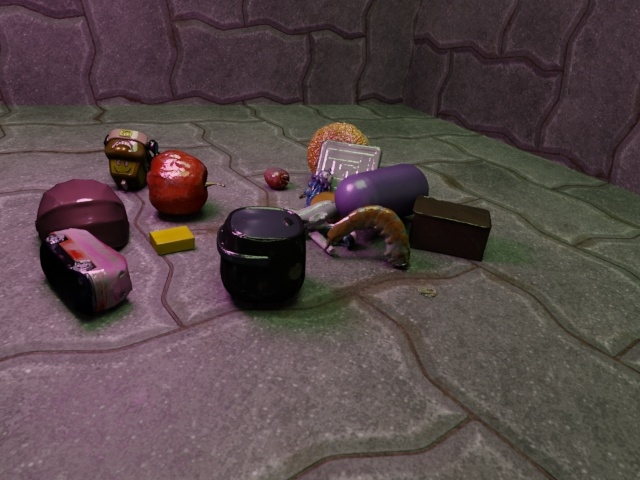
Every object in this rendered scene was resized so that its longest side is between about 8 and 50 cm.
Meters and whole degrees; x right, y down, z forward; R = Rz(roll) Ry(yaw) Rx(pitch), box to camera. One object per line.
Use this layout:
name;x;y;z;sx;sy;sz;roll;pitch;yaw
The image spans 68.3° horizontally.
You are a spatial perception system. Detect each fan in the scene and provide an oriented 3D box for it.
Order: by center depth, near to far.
fan;0.332;0.160;1.431;0.060;0.003;0.080;-14;33;-32

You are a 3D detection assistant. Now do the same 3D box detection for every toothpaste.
toothpaste;0.000;0.000;1.645;0.048;0.031;0.190;-15;29;-20

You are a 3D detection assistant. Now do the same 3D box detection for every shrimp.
shrimp;0.169;-0.023;1.540;0.287;0.185;0.068;12;3;-6

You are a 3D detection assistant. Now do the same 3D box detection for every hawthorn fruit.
hawthorn fruit;-0.485;-0.205;1.717;0.272;0.241;0.242;6;27;-1

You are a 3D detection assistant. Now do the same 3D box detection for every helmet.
helmet;-0.755;-0.096;1.490;0.271;0.197;0.338;-11;33;-26

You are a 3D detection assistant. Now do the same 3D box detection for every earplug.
earplug;0.214;-0.169;1.746;0.215;0.215;0.456;24;23;30

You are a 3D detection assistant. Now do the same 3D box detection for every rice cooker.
rice cooker;-0.163;0.041;1.316;0.267;0.224;0.267;6;29;-3

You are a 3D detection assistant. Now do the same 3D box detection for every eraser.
eraser;-0.479;-0.002;1.525;0.122;0.045;0.097;-11;32;-29

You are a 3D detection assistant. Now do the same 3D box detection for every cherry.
cherry;-0.161;-0.250;2.042;0.225;0.090;0.107;37;27;31

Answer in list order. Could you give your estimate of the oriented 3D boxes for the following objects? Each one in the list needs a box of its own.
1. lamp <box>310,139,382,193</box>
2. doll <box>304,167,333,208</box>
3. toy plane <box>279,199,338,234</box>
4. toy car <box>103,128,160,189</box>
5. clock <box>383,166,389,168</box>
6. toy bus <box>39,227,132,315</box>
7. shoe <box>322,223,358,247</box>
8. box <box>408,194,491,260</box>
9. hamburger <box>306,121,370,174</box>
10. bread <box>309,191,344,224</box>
lamp;0.110;-0.284;1.998;0.267;0.269;0.047;10;-10;11
doll;-0.006;-0.212;1.931;0.110;0.206;0.067;36;-13;-31
toy plane;-0.038;-0.085;1.699;0.255;0.101;0.251;-11;20;-23
toy car;-0.761;-0.303;1.887;0.204;0.248;0.198;6;65;-5
clock;0.342;-0.283;2.191;0.144;0.103;0.231;1;30;-14
toy bus;-0.624;0.075;1.252;0.303;0.127;0.147;27;30;35
shoe;0.062;-0.012;1.654;0.143;0.064;0.071;19;48;34
box;0.463;-0.047;1.714;0.273;0.143;0.184;12;27;10
hamburger;0.086;-0.386;2.130;0.302;0.302;0.170;9;6;6
bread;0.062;-0.127;1.835;0.147;0.098;0.217;-22;37;-37
